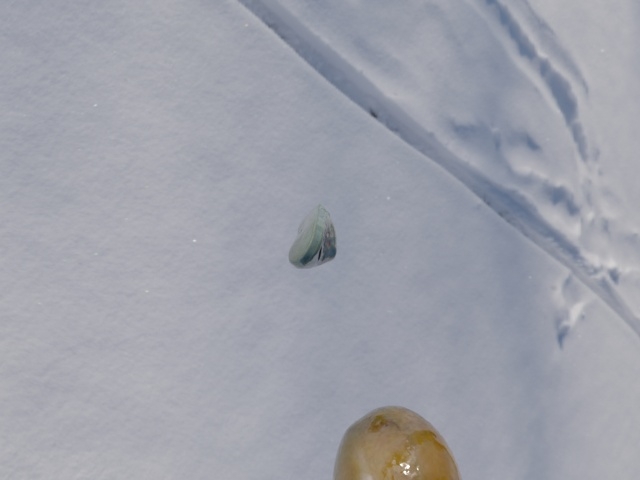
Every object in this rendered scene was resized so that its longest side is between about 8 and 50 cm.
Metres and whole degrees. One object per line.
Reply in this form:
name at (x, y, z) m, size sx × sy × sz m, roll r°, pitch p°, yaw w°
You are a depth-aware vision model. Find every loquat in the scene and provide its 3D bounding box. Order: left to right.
loquat at (0.104, 0.332, 0.847) m, size 0.179 × 0.179 × 0.228 m, roll 28°, pitch 37°, yaw -40°

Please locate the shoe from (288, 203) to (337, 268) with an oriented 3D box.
shoe at (0.000, 0.000, 1.066) m, size 0.078 × 0.195 × 0.079 m, roll 36°, pitch 109°, yaw -13°
